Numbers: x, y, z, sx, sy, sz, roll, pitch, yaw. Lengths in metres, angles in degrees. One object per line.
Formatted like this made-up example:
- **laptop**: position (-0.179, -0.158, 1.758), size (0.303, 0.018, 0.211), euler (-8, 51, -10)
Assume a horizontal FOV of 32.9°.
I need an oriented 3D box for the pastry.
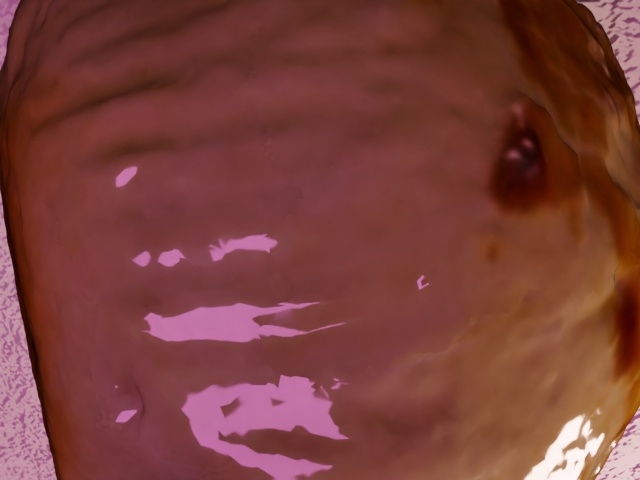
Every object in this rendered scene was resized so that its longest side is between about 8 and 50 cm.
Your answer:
- **pastry**: position (0.000, 0.000, 0.563), size (0.312, 0.388, 0.388), euler (-6, 139, -17)
